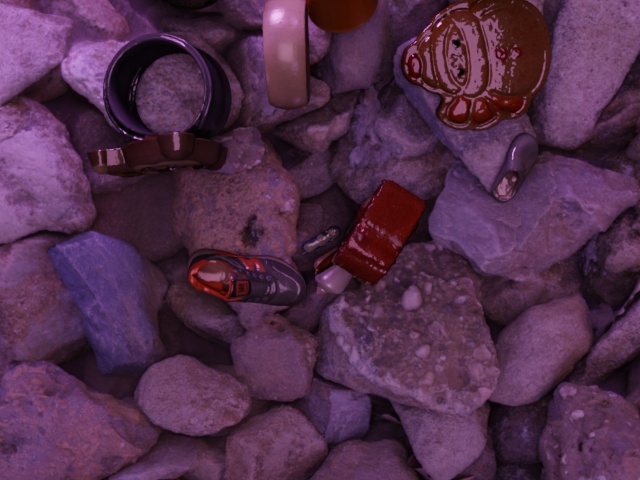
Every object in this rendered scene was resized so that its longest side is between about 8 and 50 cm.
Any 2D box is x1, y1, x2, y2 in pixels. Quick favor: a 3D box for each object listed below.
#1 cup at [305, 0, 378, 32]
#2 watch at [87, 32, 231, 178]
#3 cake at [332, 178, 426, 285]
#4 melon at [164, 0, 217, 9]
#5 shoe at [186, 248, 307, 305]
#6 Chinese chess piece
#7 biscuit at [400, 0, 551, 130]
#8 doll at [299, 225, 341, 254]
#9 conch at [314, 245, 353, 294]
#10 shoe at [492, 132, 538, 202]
[{"bbox_3d":[0.019,-0.642,1.680,0.226,0.264,0.182,32,80,18],"label":"cup"},{"bbox_3d":[-0.403,-0.335,1.756,0.335,0.314,0.326,-6,90,12],"label":"watch"},{"bbox_3d":[0.145,-0.019,1.839,0.151,0.177,0.282,32,73,-10],"label":"cake"},{"bbox_3d":[-0.341,-0.700,1.675,0.237,0.237,0.301,-36,98,7],"label":"melon"},{"bbox_3d":[-0.200,0.110,1.881,0.337,0.171,0.132,13,101,-2],"label":"shoe"},{"bbox_3d":[-0.079,-0.453,1.713,0.102,0.273,0.273,-1,102,0],"label":"Chinese chess piece"},{"bbox_3d":[0.401,-0.463,1.821,0.381,0.074,0.358,-8,100,-2],"label":"biscuit"},{"bbox_3d":[0.000,0.000,1.931,0.125,0.027,0.037,-31,108,6],"label":"doll"},{"bbox_3d":[0.046,0.076,1.917,0.104,0.094,0.176,41,96,28],"label":"conch"},{"bbox_3d":[0.520,-0.187,1.870,0.079,0.078,0.195,24,105,-5],"label":"shoe"}]
